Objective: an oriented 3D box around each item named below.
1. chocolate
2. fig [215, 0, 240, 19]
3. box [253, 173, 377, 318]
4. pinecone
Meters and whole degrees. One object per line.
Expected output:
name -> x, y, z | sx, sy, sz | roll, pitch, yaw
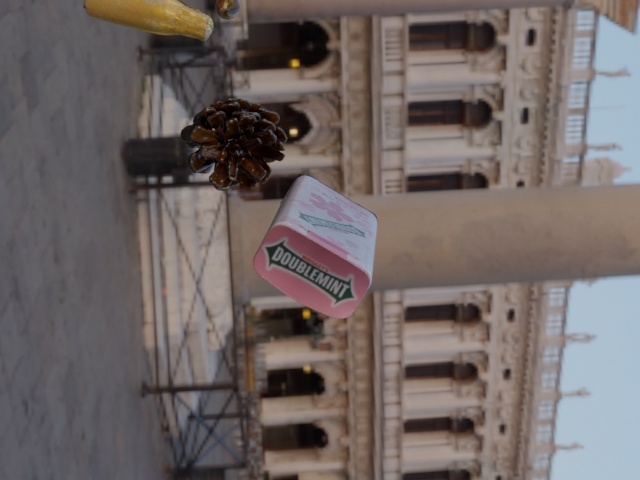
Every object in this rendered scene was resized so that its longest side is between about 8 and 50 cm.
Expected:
chocolate -> -0.283, -0.381, 1.553 | 0.085, 0.219, 0.085 | 21, 90, -80
fig -> -0.183, -0.452, 1.804 | 0.083, 0.050, 0.050 | -82, 171, -66
box -> 0.000, 0.000, 1.637 | 0.112, 0.190, 0.369 | -57, -176, 16
pinecone -> -0.179, -0.198, 1.945 | 0.201, 0.229, 0.202 | 41, -59, 44
